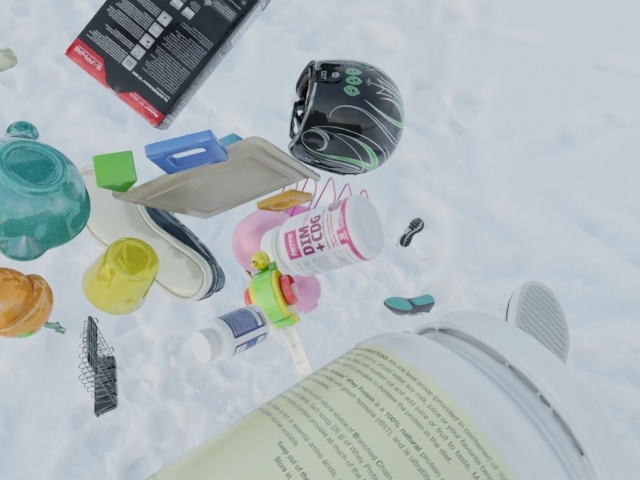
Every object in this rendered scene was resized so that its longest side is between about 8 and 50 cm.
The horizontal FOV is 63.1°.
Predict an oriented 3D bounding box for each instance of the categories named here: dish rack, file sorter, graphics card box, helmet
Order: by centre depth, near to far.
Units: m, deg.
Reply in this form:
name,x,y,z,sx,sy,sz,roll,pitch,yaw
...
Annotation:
name,x,y,z,sx,sy,sz,roll,pitch,yaw
helmet,0.043,-0.175,0.755,0.161,0.169,0.169,13,50,-18
graphics card box,-0.302,-0.440,1.062,0.232,0.094,0.371,39,94,-6
dish rack,-0.666,0.366,1.544,0.074,0.272,0.208,-15,44,-12
file sorter,0.009,-0.119,1.812,0.290,0.182,0.202,18,29,-16

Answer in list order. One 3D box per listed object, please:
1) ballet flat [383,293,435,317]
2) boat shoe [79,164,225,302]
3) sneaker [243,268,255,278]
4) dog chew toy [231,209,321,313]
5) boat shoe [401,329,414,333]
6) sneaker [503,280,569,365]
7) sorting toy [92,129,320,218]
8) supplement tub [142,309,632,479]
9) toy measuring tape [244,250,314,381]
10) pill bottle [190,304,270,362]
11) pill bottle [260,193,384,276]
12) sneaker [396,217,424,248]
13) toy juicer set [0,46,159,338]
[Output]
name,x,y,z,sx,sy,sz,roll,pitch,yaw
ballet flat,0.286,0.221,1.702,0.203,0.074,0.074,-2,46,-30
boat shoe,-0.235,-0.012,0.720,0.254,0.079,0.095,34,97,11
sneaker,-0.206,0.117,1.818,0.084,0.083,0.215,-18,85,-36
dog chew toy,-0.116,0.068,1.540,0.206,0.206,0.332,-33,84,-18
boat shoe,0.291,0.315,1.635,0.059,0.170,0.063,8,90,24
sneaker,0.349,0.232,0.903,0.126,0.127,0.321,18,61,-15
sorting toy,-0.117,-0.079,0.625,0.195,0.347,0.047,-16,81,15
supplement tub,0.030,0.212,0.370,0.324,0.235,0.235,-27,53,-23
toy measuring tape,-0.086,0.181,1.140,0.121,0.121,0.330,-20,90,-8
pill bottle,-0.143,0.149,0.823,0.067,0.067,0.120,34,31,28
pill bottle,0.000,0.000,1.297,0.283,0.160,0.160,-18,46,31
sneaker,0.241,-0.020,1.416,0.040,0.044,0.109,45,68,0
toy juicer set,-0.326,-0.041,0.507,0.329,0.089,0.209,53,39,7
